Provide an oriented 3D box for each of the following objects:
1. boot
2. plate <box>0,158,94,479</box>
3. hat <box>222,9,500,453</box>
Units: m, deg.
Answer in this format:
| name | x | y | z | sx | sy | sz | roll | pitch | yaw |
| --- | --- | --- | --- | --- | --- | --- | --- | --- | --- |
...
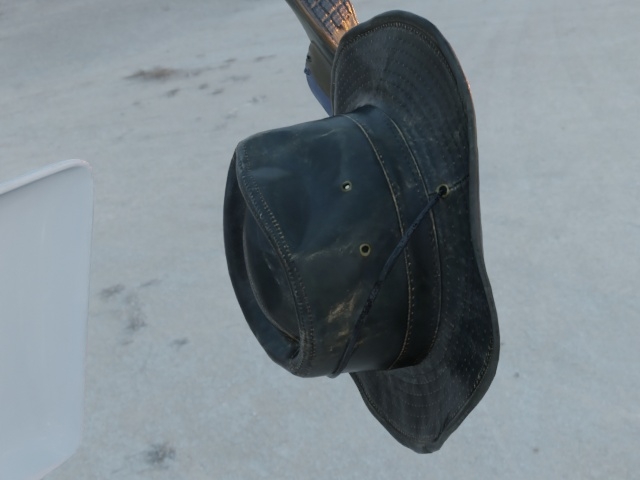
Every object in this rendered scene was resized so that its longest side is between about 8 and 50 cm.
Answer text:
| name | x | y | z | sx | sy | sz | roll | pitch | yaw |
| --- | --- | --- | --- | --- | --- | --- | --- | --- | --- |
| boot | -0.001 | -0.220 | 0.864 | 0.106 | 0.219 | 0.082 | -29 | 20 | 47 |
| plate | -0.261 | 0.099 | 0.458 | 0.045 | 0.277 | 0.278 | 28 | 35 | 24 |
| hat | 0.000 | 0.000 | 0.566 | 0.134 | 0.331 | 0.331 | -5 | 26 | -17 |
